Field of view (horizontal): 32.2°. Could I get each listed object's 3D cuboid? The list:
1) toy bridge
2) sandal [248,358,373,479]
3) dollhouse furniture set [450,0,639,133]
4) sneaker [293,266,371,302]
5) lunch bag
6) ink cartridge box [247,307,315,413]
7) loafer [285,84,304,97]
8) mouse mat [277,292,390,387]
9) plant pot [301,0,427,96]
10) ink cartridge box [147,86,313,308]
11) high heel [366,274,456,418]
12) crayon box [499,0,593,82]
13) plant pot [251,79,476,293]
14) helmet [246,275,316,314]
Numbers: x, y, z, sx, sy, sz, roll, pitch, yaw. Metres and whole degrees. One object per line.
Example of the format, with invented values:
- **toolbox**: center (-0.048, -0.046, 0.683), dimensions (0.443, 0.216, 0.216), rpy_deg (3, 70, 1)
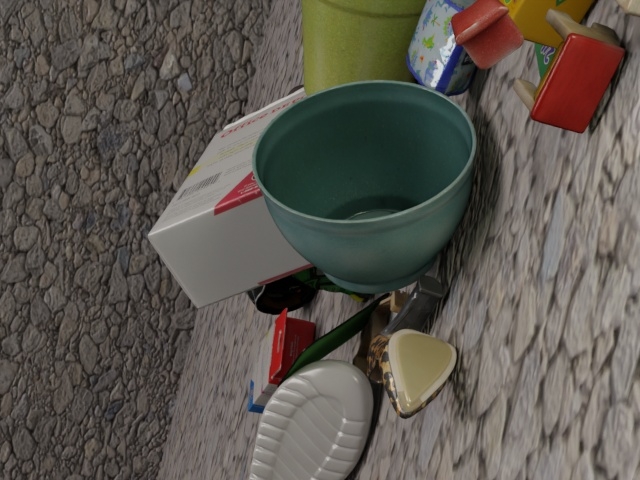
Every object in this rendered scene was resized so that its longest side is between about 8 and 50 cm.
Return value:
- **toy bridge**: center (0.089, 0.135, 1.696), dimensions (0.188, 0.026, 0.063), rpy_deg (117, 164, -45)
- **sandal**: center (-0.025, 0.350, 1.757), dimensions (0.102, 0.169, 0.416), rpy_deg (-27, -36, -59)
- **dollhouse furniture set**: center (0.250, -0.282, 1.057), dimensions (0.152, 0.201, 0.374), rpy_deg (-99, 26, -58)
- **sneaker**: center (0.000, 0.000, 1.934), dimensions (0.343, 0.146, 0.134), rpy_deg (-129, 54, -74)
- **lunch bag**: center (0.183, -0.280, 1.560), dimensions (0.151, 0.096, 0.129), rpy_deg (-82, 11, -64)
- **ink cartridge box**: center (-0.071, 0.237, 2.140), dimensions (0.231, 0.078, 0.134), rpy_deg (124, 155, -57)
- **loafer**: center (-0.083, -0.172, 2.466), dimensions (0.130, 0.134, 0.366), rpy_deg (-94, 21, -52)
- **mouse mat**: center (0.019, 0.155, 1.720), dimensions (0.007, 0.190, 0.152), rpy_deg (51, 146, 14)
- **plant pot**: center (0.074, -0.347, 1.792), dimensions (0.276, 0.276, 0.254), rpy_deg (-96, 12, -54)
- **ink cartridge box**: center (-0.080, -0.090, 1.858), dimensions (0.279, 0.160, 0.384), rpy_deg (-22, 24, 25)
- **high heel**: center (0.100, 0.186, 1.442), dimensions (0.261, 0.093, 0.186), rpy_deg (-73, 8, -56)
- **crayon box**: center (0.282, -0.369, 1.268), dimensions (0.323, 0.083, 0.203), rpy_deg (117, 161, -46)
- **plant pot**: center (0.069, -0.054, 1.505), dimensions (0.293, 0.293, 0.196), rpy_deg (-91, -8, -47)
- **helmet**: center (-0.086, 0.048, 2.212), dimensions (0.169, 0.169, 0.161), rpy_deg (120, 142, -51)
